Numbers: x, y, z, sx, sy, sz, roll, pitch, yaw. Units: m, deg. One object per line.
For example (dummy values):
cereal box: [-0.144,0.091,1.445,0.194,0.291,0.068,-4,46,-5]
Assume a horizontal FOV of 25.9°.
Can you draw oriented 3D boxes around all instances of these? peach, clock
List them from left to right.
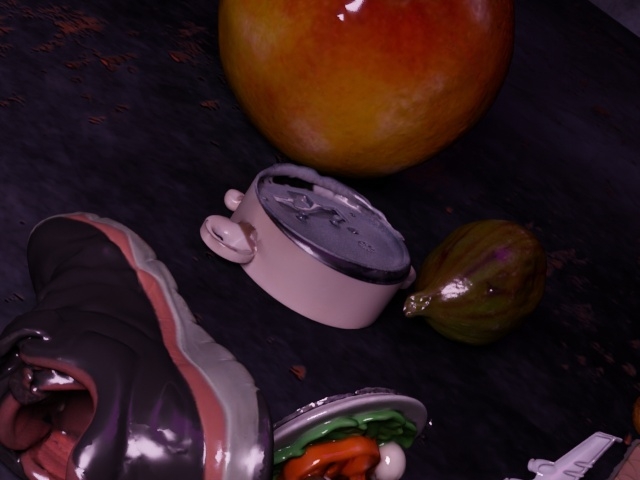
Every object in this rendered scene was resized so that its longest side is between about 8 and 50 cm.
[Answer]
clock: [0.000,0.000,1.165,0.229,0.063,0.156,13,33,-40]
peach: [0.048,-0.208,1.304,0.308,0.308,0.332,29,-5,-10]

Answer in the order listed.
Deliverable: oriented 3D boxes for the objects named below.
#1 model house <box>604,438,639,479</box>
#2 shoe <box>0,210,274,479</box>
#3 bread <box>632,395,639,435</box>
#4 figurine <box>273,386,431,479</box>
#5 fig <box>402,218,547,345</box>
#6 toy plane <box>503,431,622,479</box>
model house: [0.306,0.197,0.990,0.169,0.244,0.326,48,-5,22]
shoe: [-0.135,0.084,0.807,0.137,0.114,0.291,-6,30,-26]
bread: [0.373,0.185,1.284,0.193,0.064,0.193,24,26,-12]
figurine: [0.033,0.182,0.831,0.132,0.132,0.154,8,48,-44]
fig: [0.126,0.038,1.204,0.154,0.103,0.109,-6,87,-42]
toy plane: [0.142,0.200,0.924,0.171,0.162,0.065,10,-11,29]
